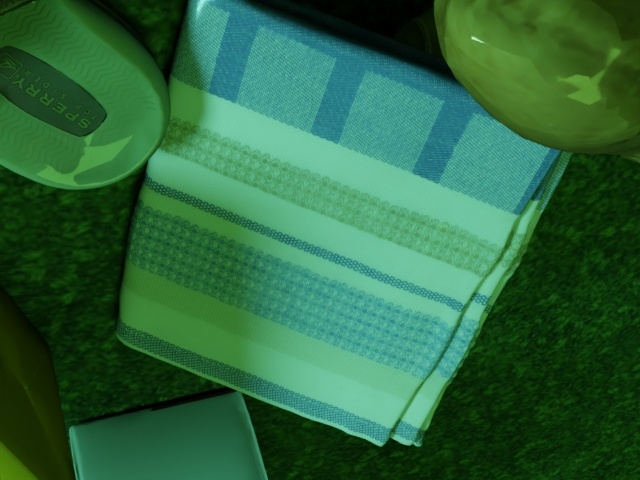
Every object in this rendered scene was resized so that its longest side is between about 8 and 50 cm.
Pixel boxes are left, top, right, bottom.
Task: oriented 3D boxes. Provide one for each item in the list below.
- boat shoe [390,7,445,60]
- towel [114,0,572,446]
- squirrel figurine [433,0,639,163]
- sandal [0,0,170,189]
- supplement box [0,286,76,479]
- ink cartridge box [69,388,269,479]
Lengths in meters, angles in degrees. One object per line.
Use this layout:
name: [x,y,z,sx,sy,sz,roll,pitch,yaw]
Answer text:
boat shoe: [0.028,-0.063,0.657,0.048,0.056,0.153,-4,149,-29]
towel: [0.000,0.000,0.673,0.209,0.034,0.285,20,135,0]
squirrel figurine: [0.170,-0.139,0.424,0.397,0.370,0.281,-27,155,-44]
sandal: [-0.171,-0.087,0.499,0.120,0.086,0.303,-39,140,23]
supplement box: [-0.262,0.100,0.662,0.194,0.129,0.191,-20,145,0]
ink cartridge box: [-0.102,0.217,0.892,0.128,0.127,0.176,-13,144,-11]
